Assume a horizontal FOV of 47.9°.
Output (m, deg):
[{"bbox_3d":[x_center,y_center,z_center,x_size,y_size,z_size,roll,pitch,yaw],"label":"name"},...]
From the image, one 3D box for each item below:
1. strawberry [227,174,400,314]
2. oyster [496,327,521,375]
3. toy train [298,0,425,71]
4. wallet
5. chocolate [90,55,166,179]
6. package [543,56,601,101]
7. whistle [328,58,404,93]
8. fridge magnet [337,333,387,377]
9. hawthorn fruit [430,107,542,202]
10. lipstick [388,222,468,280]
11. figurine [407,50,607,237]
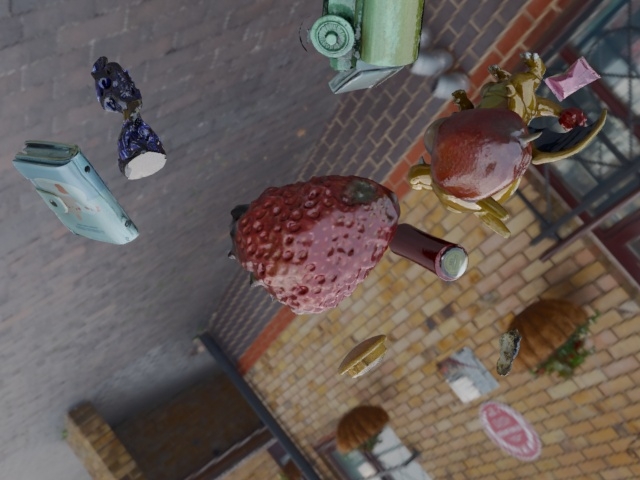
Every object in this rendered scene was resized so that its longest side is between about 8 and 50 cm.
[{"bbox_3d":[-0.011,0.008,1.484,0.310,0.291,0.292,-11,-166,44],"label":"strawberry"},{"bbox_3d":[0.314,0.185,1.197,0.054,0.019,0.083,173,-70,-73],"label":"oyster"},{"bbox_3d":[0.075,-0.385,1.064,0.126,0.190,0.307,-58,157,-48],"label":"toy train"},{"bbox_3d":[-0.498,-0.096,1.481,0.075,0.176,0.250,-63,148,-30],"label":"wallet"},{"bbox_3d":[-0.507,-0.339,1.890,0.126,0.343,0.148,-11,163,-41],"label":"chocolate"},{"bbox_3d":[0.444,-0.286,1.273,0.083,0.059,0.029,-28,-147,41],"label":"package"},{"bbox_3d":[0.110,-0.447,1.706,0.290,0.163,0.163,-23,163,-49],"label":"whistle"},{"bbox_3d":[0.103,0.274,1.697,0.143,0.063,0.143,-38,172,-6],"label":"fridge magnet"},{"bbox_3d":[0.328,-0.170,1.411,0.189,0.189,0.251,-35,-164,-28],"label":"hawthorn fruit"},{"bbox_3d":[0.224,0.021,1.529,0.080,0.080,0.241,-38,-159,-9],"label":"lipstick"},{"bbox_3d":[0.423,-0.234,1.694,0.401,0.268,0.387,18,-105,54],"label":"figurine"}]
